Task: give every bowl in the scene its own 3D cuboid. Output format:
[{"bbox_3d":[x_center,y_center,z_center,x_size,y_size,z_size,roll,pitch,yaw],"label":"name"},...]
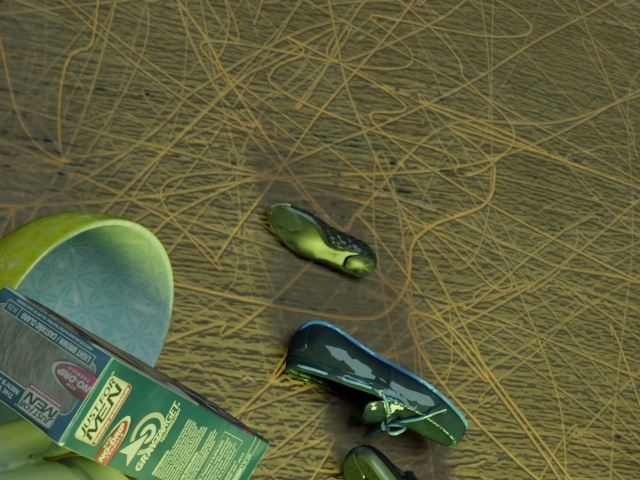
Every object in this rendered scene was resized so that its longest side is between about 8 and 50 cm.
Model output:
[{"bbox_3d":[-0.321,0.085,1.842,0.156,0.289,0.289,25,42,32],"label":"bowl"}]

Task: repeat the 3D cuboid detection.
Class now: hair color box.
[{"bbox_3d":[-0.215,0.179,1.749,0.105,0.174,0.347,-58,148,-5],"label":"hair color box"}]

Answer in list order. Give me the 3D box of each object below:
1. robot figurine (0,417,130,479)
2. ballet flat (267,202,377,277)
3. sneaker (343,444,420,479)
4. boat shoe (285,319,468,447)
[{"bbox_3d":[-0.321,0.339,1.715,0.353,0.200,0.299,-6,90,-35],"label":"robot figurine"},{"bbox_3d":[0.000,0.000,2.194,0.173,0.057,0.049,30,15,-20],"label":"ballet flat"},{"bbox_3d":[0.125,0.331,2.093,0.227,0.087,0.130,48,49,-9],"label":"sneaker"},{"bbox_3d":[0.066,0.207,2.115,0.258,0.109,0.089,30,61,0],"label":"boat shoe"}]
